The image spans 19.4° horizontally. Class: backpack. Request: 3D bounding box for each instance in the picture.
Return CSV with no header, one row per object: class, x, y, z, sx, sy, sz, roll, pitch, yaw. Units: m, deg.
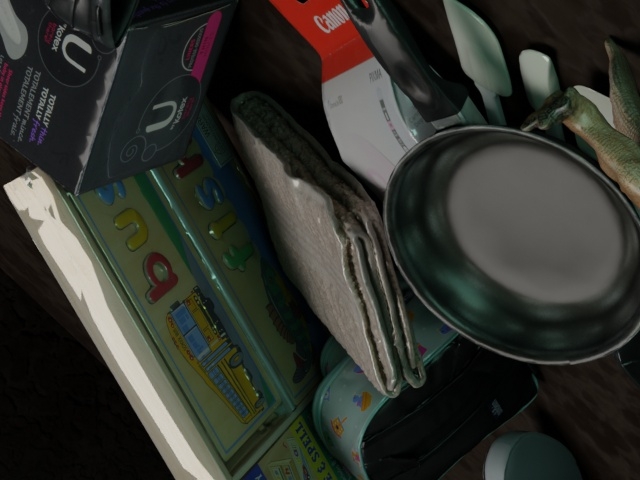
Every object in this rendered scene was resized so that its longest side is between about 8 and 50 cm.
backpack,0.080,0.132,1.672,0.144,0.188,0.166,31,161,36

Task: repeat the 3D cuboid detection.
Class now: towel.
towel,0.000,0.000,1.583,0.282,0.049,0.187,-133,23,-58

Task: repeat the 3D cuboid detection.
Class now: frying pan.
frying pan,0.089,-0.044,1.264,0.326,0.053,0.197,43,136,-4

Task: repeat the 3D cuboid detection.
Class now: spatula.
spatula,0.164,-0.057,1.284,0.168,0.019,0.242,32,161,30

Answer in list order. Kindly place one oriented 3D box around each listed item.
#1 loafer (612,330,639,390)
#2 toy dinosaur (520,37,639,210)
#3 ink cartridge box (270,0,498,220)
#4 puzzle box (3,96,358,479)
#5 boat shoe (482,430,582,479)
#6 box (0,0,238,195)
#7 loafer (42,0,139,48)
loafer,0.273,0.111,1.413,0.170,0.062,0.061,53,-176,-23
toy dinosaur,0.238,-0.026,1.011,0.200,0.127,0.295,43,172,-28
ink cartridge box,0.035,-0.105,1.386,0.232,0.066,0.189,41,169,-8
puzzle box,-0.095,0.070,1.671,0.052,0.272,0.409,-24,101,32
boat shoe,0.216,0.280,1.877,0.105,0.113,0.306,10,156,38
box,-0.227,-0.186,1.550,0.270,0.143,0.165,37,124,23
loafer,-0.130,-0.228,1.332,0.078,0.076,0.223,41,134,7
